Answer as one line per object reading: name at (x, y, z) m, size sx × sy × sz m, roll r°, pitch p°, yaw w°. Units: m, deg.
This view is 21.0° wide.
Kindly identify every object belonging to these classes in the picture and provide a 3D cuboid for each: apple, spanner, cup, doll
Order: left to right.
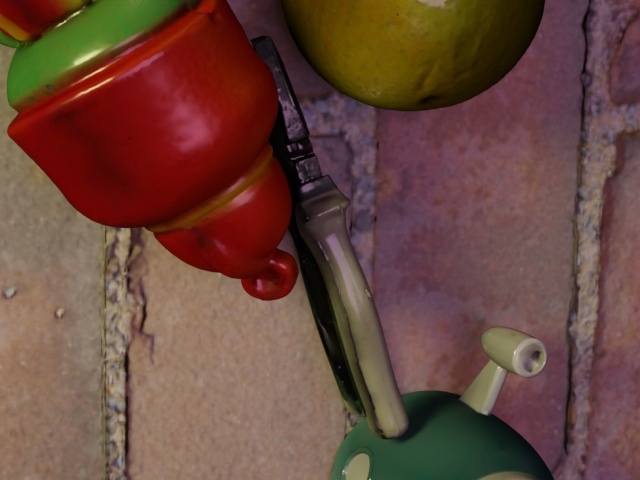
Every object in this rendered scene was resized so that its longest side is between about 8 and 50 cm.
doll at (-0.126, -0.099, 1.200) m, size 0.183 × 0.160 × 0.363 m, roll -25°, pitch 114°, yaw 28°
spanner at (0.000, 0.000, 1.309) m, size 0.040 × 0.096 × 0.324 m, roll -23°, pitch 108°, yaw -16°
apple at (0.064, -0.181, 1.254) m, size 0.196 × 0.196 × 0.157 m, roll 6°, pitch 128°, yaw -22°
cup at (0.115, 0.215, 1.354) m, size 0.168 × 0.173 × 0.299 m, roll 17°, pitch 94°, yaw -24°
